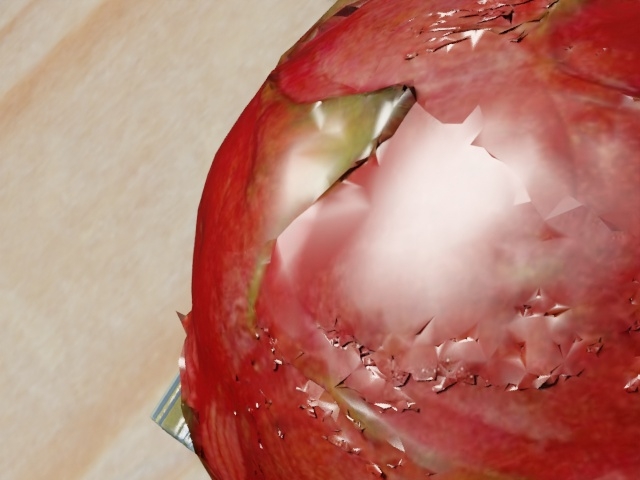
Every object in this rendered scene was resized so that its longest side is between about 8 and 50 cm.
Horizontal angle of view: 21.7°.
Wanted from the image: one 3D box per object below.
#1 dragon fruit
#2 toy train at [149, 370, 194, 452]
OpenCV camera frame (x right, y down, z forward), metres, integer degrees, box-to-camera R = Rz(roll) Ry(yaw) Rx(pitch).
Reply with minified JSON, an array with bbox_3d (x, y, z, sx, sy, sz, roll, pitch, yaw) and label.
[{"bbox_3d":[0.107,0.029,0.596,0.301,0.295,0.296,-9,60,29],"label":"dragon fruit"},{"bbox_3d":[0.001,0.000,0.865,0.055,0.048,0.252,29,85,44],"label":"toy train"}]
